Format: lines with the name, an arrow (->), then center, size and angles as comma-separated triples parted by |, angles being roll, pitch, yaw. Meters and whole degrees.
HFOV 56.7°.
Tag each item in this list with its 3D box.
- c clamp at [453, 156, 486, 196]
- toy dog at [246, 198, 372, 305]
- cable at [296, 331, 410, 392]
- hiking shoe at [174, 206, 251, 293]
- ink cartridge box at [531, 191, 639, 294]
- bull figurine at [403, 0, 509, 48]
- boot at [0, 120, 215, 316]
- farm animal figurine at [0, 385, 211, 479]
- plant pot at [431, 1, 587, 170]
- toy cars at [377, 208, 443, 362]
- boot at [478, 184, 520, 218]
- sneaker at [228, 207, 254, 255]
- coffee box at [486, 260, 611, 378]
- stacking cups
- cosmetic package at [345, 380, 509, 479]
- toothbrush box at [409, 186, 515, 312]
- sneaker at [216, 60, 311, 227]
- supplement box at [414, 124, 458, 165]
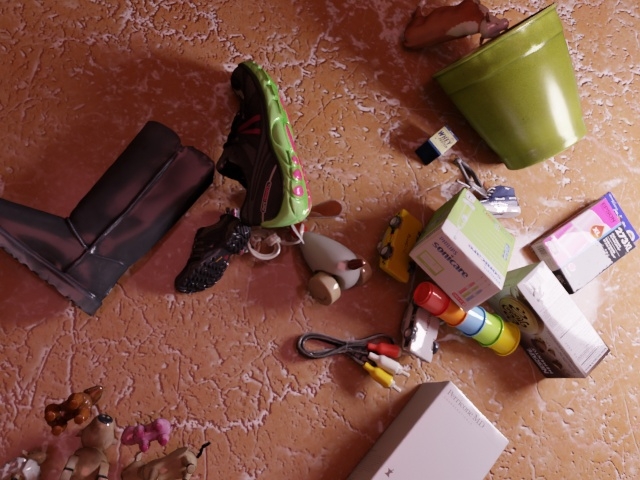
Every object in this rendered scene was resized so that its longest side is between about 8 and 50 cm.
c clamp -> 0.411, -0.182, 1.651 | 0.137, 0.022, 0.161 | 29, 32, -26
toy dog -> 0.000, 0.000, 1.451 | 0.333, 0.161, 0.220 | 37, 53, -8
cable -> 0.089, 0.267, 1.471 | 0.287, 0.072, 0.140 | 23, 66, -10
hiking shoe -> -0.269, 0.027, 1.424 | 0.227, 0.086, 0.114 | -45, 49, -4
ink cartridge box -> 0.809, -0.001, 1.761 | 0.370, 0.069, 0.176 | -30, 87, -23
bull figurine -> 0.381, -0.627, 1.679 | 0.101, 0.310, 0.189 | 53, 49, -42
boot -> -0.507, -0.113, 1.342 | 0.367, 0.146, 0.445 | 42, 72, -12
farm animal figurine -> -0.449, 0.462, 1.221 | 0.330, 0.172, 0.327 | 39, 81, -13
plant pot -> 0.556, -0.402, 1.653 | 0.366, 0.366, 0.353 | -35, 100, -21
toy cars -> 0.224, 0.120, 1.540 | 0.176, 0.087, 0.394 | -11, 84, -39
boot -> 0.479, -0.111, 1.690 | 0.189, 0.069, 0.086 | 1, 68, -24
sneaker -> -0.195, -0.023, 1.475 | 0.057, 0.047, 0.119 | -8, 83, -34
coffee box -> 0.600, 0.218, 1.586 | 0.118, 0.168, 0.297 | -37, 90, -21
stacking cups -> 0.371, 0.202, 1.516 | 0.316, 0.096, 0.096 | 26, 70, -26
cosmetic package -> 0.235, 0.543, 1.402 | 0.217, 0.156, 0.385 | 44, 70, -1
toothbrush box -> 0.372, 0.016, 1.522 | 0.206, 0.122, 0.283 | 45, 34, -2
sneaker -> -0.167, -0.244, 1.430 | 0.202, 0.185, 0.483 | -18, 60, 5
supplement box -> 0.325, -0.267, 1.665 | 0.083, 0.083, 0.056 | -41, 92, -22
